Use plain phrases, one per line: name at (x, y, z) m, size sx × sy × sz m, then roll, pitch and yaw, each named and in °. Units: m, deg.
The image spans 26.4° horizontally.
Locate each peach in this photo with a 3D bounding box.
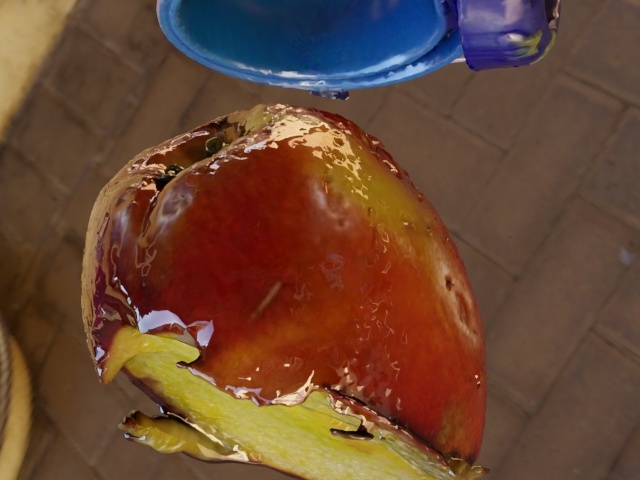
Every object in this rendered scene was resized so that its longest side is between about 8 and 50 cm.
peach at (-0.014, 0.081, 1.261) m, size 0.353 × 0.417 × 0.339 m, roll -34°, pitch 15°, yaw -31°

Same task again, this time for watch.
watch at (0.021, -0.155, 0.691) m, size 0.200 × 0.196 × 0.171 m, roll -4°, pitch 64°, yaw 10°

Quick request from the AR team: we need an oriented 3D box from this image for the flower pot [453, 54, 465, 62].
flower pot at (0.149, -0.368, 1.727) m, size 0.265 × 0.265 × 0.243 m, roll -11°, pitch 82°, yaw 35°
